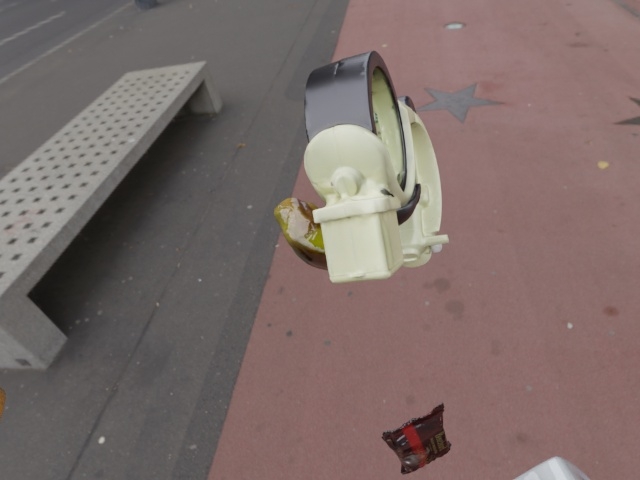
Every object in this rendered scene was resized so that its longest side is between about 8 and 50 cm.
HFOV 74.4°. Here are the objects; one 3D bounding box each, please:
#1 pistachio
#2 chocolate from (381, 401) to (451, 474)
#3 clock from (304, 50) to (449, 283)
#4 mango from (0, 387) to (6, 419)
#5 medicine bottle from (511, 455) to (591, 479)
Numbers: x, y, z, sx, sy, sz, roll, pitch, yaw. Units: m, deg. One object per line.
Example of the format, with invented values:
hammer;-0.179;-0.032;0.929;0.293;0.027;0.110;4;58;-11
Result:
pistachio;-0.003;0.001;0.752;0.189;0.110;0.100;24;57;-6
chocolate;0.128;0.260;0.536;0.086;0.182;0.028;-25;42;-5
clock;0.089;-0.088;0.574;0.120;0.276;0.379;-8;1;26
mango;-0.415;0.211;0.448;0.217;0.102;0.141;0;66;47
medicine bottle;0.324;0.511;0.710;0.324;0.179;0.124;-43;18;19
